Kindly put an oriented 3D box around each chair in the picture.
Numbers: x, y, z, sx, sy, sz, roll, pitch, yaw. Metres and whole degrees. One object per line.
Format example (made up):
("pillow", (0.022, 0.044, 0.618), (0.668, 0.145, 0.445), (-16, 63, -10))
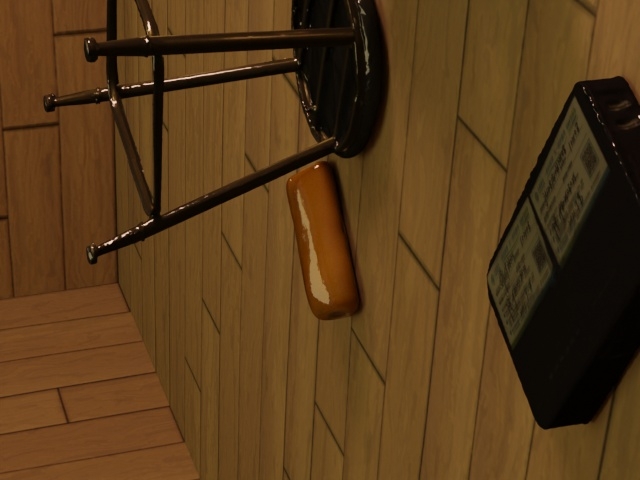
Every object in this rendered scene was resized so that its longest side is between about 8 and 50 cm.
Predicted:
("chair", (-0.151, -0.240, 2.124), (0.362, 0.410, 0.365), (-114, 23, -43))

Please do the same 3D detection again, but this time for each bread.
("bread", (0.000, 0.000, 2.316), (0.092, 0.073, 0.239), (125, 135, -72))

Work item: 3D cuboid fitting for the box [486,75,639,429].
("box", (0.259, 0.020, 1.536), (0.350, 0.058, 0.211), (107, 152, -54))
